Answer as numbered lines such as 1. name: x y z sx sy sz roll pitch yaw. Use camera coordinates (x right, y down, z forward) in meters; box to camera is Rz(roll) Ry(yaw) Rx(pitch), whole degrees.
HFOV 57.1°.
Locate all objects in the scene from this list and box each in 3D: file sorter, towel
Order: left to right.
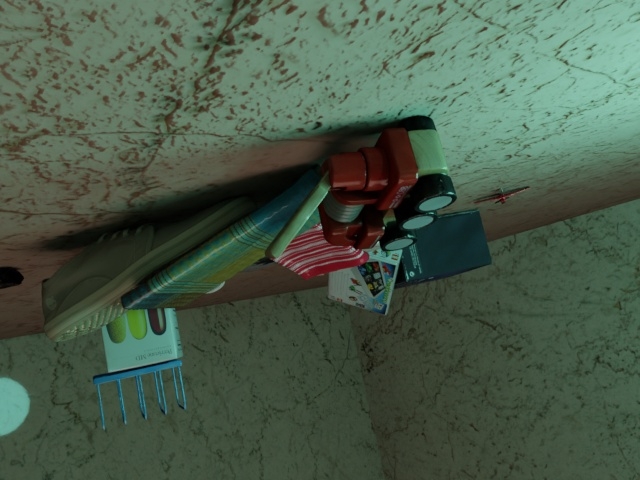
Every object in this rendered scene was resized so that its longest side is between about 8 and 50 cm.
1. file sorter: -0.371 0.313 1.211 0.170 0.105 0.118 -9 175 -22
2. towel: -0.134 0.008 1.004 0.370 0.040 0.271 -32 172 1
3. towel: -0.044 0.013 1.270 0.198 0.031 0.275 -17 149 34

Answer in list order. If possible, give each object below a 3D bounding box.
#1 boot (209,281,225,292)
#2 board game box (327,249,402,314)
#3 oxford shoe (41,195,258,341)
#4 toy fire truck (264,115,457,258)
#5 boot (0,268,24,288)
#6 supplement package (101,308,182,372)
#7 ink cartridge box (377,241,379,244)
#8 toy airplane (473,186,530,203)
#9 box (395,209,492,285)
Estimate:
1. boot: -0.398 0.139 1.834 0.190 0.069 0.086 -11 175 7
2. board game box: 0.120 0.102 1.693 0.193 0.053 0.305 16 147 9
3. oxford shoe: -0.315 0.027 1.026 0.449 0.130 0.169 -29 169 13
4. toy fire truck: 0.034 -0.045 0.798 0.246 0.159 0.217 -6 160 -15
5. boot: -0.654 0.087 1.193 0.099 0.045 0.121 -15 172 -2
6. supplement package: -0.372 0.132 1.200 0.139 0.244 0.134 -11 172 -10
7. ink cartridge box: 0.056 -0.009 1.407 0.218 0.092 0.158 -16 170 38
8. toy airplane: 0.477 -0.114 1.533 0.151 0.028 0.151 -14 172 -2
9. box: 0.319 0.039 1.834 0.294 0.183 0.296 -11 172 -18
